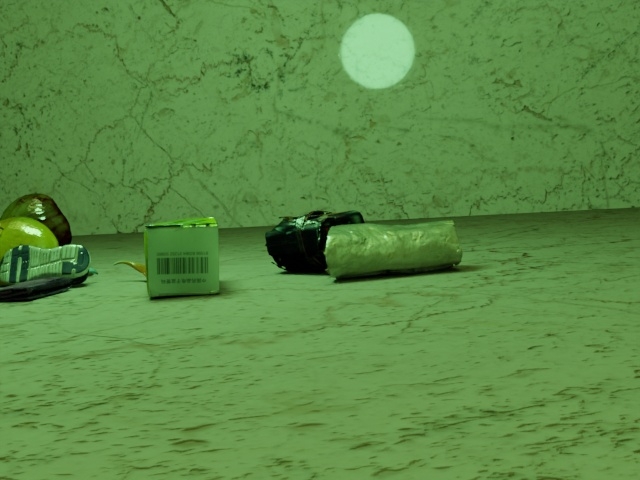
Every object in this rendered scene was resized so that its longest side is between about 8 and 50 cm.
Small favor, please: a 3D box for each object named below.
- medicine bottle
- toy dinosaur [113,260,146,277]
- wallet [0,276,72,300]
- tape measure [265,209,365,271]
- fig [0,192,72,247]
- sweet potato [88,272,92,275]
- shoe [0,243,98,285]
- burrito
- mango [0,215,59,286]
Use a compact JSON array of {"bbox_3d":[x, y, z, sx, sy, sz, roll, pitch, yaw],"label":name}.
[{"bbox_3d":[-0.270,0.029,1.635,0.137,0.141,0.250,-1,4,-9],"label":"medicine bottle"},{"bbox_3d":[-0.342,0.071,1.826,0.212,0.057,0.142,-15,25,-5],"label":"toy dinosaur"},{"bbox_3d":[-0.589,0.097,1.688,0.111,0.030,0.166,-3,4,14],"label":"wallet"},{"bbox_3d":[0.000,0.000,1.846,0.202,0.135,0.222,-9,2,40],"label":"tape measure"},{"bbox_3d":[-0.879,0.006,2.388,0.320,0.217,0.217,-30,14,-21],"label":"fig"},{"bbox_3d":[-0.675,0.062,2.060,0.281,0.067,0.059,6,46,38],"label":"sweet potato"},{"bbox_3d":[-0.598,0.065,1.833,0.207,0.092,0.106,-2,-26,-3],"label":"shoe"},{"bbox_3d":[0.137,0.018,1.689,0.299,0.105,0.143,-3,8,-13],"label":"burrito"},{"bbox_3d":[-0.737,0.030,1.941,0.261,0.167,0.130,-7,-10,-1],"label":"mango"}]
